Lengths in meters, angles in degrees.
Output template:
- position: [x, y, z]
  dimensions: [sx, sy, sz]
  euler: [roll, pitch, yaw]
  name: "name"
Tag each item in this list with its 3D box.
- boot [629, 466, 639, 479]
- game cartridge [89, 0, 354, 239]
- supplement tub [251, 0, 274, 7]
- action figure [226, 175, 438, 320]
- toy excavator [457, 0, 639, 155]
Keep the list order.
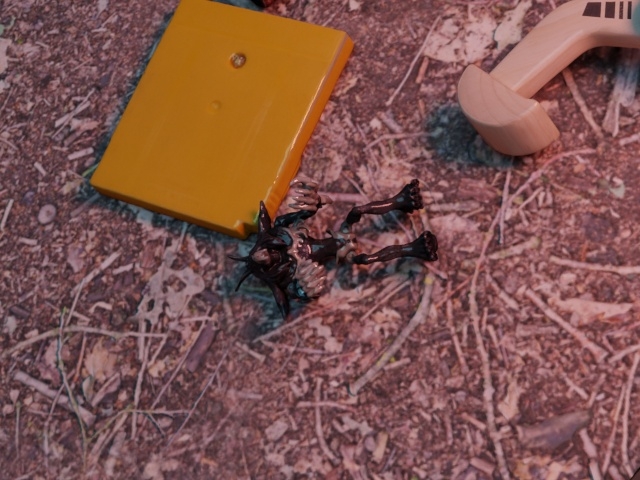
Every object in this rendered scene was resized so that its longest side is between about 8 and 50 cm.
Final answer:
- position: [0.464, 0.279, 1.258]
  dimensions: [0.284, 0.138, 0.377]
  euler: [44, 110, 28]
  name: "boot"
- position: [-0.140, -0.176, 1.797]
  dimensions: [0.285, 0.052, 0.323]
  euler: [18, 76, 27]
  name: "game cartridge"
- position: [-0.047, -0.438, 1.847]
  dimensions: [0.198, 0.106, 0.106]
  euler: [-45, 59, -4]
  name: "supplement tub"
- position: [0.000, 0.000, 1.607]
  dimensions: [0.276, 0.141, 0.164]
  euler: [-15, 73, 12]
  name: "action figure"
- position: [0.431, -0.289, 1.563]
  dimensions: [0.445, 0.222, 0.432]
  euler: [9, 68, 38]
  name: "toy excavator"
